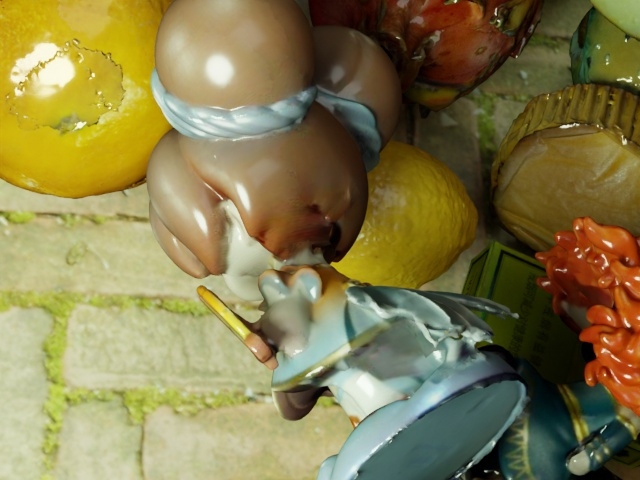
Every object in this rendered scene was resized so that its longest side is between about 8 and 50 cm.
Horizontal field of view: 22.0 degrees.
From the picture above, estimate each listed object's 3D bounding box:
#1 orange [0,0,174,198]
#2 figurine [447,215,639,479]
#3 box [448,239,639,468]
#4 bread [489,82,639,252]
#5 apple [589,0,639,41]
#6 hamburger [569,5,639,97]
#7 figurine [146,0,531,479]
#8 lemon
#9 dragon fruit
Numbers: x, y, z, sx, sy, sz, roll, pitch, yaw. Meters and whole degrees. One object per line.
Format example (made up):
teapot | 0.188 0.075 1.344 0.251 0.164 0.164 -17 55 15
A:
orange | -0.209 -0.157 1.420 0.246 0.246 0.246 8 65 -17
figurine | 0.252 0.156 1.422 0.412 0.241 0.306 -44 93 6
box | 0.233 0.109 1.571 0.220 0.064 0.141 25 62 -10
bread | 0.265 -0.060 1.591 0.199 0.199 0.104 28 43 -6
apple | 0.337 -0.350 1.552 0.254 0.179 0.346 -3 91 9
hamburger | 0.349 -0.201 1.687 0.192 0.167 0.288 19 64 -12
figurine | -0.001 0.000 1.299 0.248 0.277 0.388 -43 63 13
lemon | 0.064 -0.022 1.524 0.187 0.142 0.142 10 64 -27
dragon fruit | 0.100 -0.242 1.581 0.250 0.250 0.315 33 63 -4
